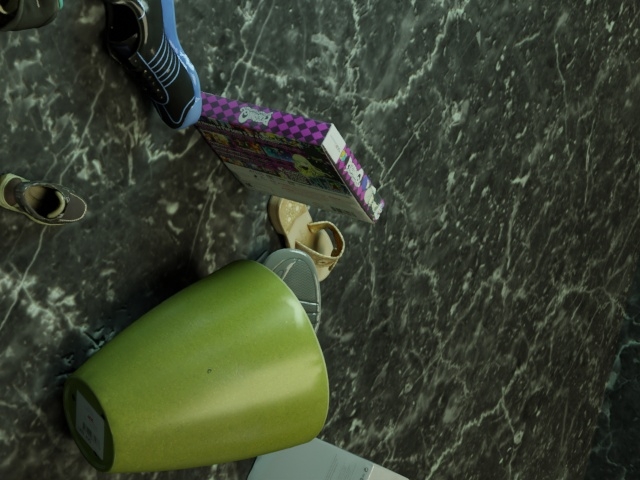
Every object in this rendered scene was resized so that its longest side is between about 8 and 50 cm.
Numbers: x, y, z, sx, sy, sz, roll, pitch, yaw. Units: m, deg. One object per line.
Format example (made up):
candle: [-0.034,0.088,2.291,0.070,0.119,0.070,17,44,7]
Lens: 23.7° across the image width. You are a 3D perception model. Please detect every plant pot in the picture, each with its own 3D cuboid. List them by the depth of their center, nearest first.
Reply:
plant pot: [-0.186,0.200,2.063,0.293,0.275,0.274,-21,124,-33]

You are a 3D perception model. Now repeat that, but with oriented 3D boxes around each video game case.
video game case: [-0.047,-0.114,2.103,0.042,0.232,0.210,-62,146,-18]

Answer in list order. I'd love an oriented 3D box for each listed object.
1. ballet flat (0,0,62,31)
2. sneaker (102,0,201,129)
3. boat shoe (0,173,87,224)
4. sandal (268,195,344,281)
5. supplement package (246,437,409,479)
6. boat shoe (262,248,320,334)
ballet flat: [-0.349,-0.348,1.663,0.096,0.095,0.280,-32,132,-29]
sneaker: [-0.220,-0.232,1.931,0.090,0.081,0.232,-40,130,-35]
boat shoe: [-0.335,-0.044,1.875,0.152,0.049,0.056,13,95,-58]
sandal: [-0.003,0.005,2.372,0.088,0.079,0.240,-58,146,-19]
supplement package: [-0.003,0.428,2.477,0.149,0.203,0.194,36,76,-57]
boat shoe: [-0.074,0.161,2.340,0.118,0.103,0.320,1,105,-16]
